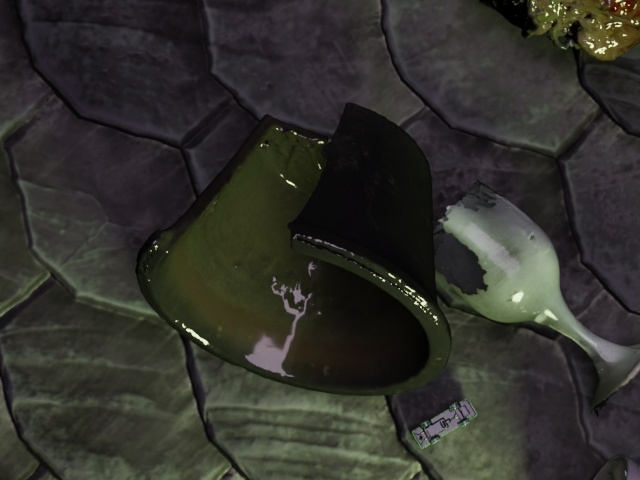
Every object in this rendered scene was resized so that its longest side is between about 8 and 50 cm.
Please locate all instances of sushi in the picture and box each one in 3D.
[{"bbox_3d":[0.326,-0.337,1.851,0.225,0.238,0.219,-52,43,12],"label":"sushi"}]

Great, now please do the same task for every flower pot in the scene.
[{"bbox_3d":[0.000,0.000,1.787,0.379,0.379,0.251,18,59,0],"label":"flower pot"}]

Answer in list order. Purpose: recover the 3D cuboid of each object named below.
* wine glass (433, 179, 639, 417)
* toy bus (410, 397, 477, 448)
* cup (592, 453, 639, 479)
[{"bbox_3d":[0.271,0.067,1.858,0.321,0.143,0.143,40,82,5],"label":"wine glass"},{"bbox_3d":[0.154,0.230,1.876,0.083,0.037,0.031,-30,83,-8],"label":"toy bus"},{"bbox_3d":[0.421,0.364,1.782,0.202,0.221,0.167,26,64,-2],"label":"cup"}]
